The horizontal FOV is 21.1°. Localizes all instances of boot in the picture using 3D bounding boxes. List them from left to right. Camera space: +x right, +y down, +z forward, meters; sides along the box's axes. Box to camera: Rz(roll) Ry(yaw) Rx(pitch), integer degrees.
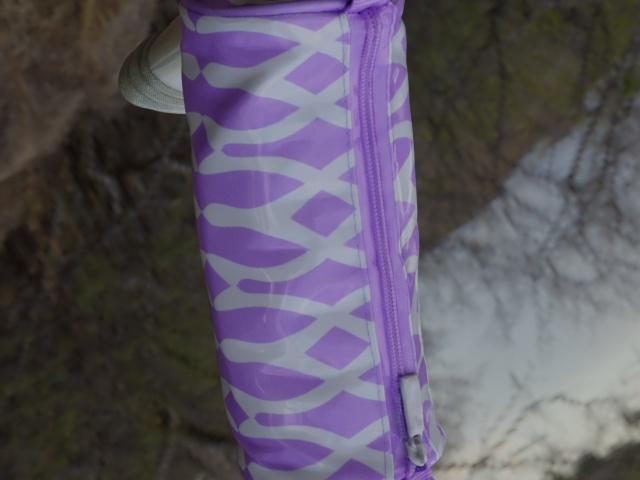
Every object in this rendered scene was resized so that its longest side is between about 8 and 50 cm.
[{"bbox_3d":[-0.048,-0.170,1.340,0.165,0.077,0.213,-34,175,35],"label":"boot"}]

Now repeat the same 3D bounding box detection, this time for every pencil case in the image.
[{"bbox_3d":[0.000,0.000,0.631,0.086,0.206,0.088,-20,-158,-30],"label":"pencil case"}]
